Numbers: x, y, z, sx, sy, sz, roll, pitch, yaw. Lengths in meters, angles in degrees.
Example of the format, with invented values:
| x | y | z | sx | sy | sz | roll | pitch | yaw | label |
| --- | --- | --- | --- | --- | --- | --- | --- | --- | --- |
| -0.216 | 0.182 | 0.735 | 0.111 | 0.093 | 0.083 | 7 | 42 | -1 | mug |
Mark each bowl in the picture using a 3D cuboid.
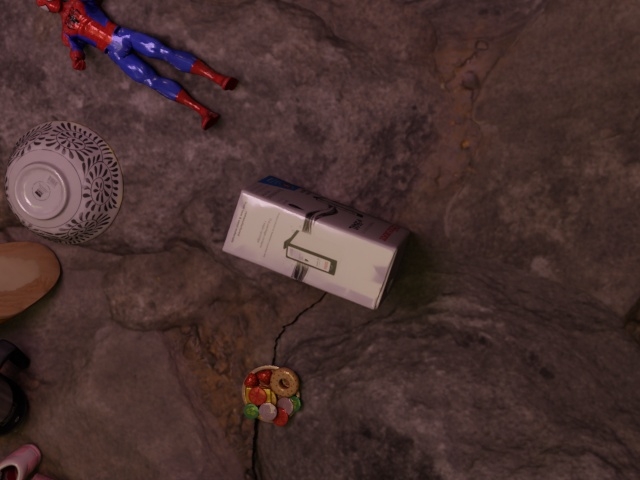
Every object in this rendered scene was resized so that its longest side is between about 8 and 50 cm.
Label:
| x | y | z | sx | sy | sz | roll | pitch | yaw | label |
| --- | --- | --- | --- | --- | --- | --- | --- | --- | --- |
| -0.355 | -0.070 | 1.604 | 0.170 | 0.080 | 0.170 | 3 | 103 | 12 | bowl |

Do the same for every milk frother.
| x | y | z | sx | sy | sz | roll | pitch | yaw | label |
| --- | --- | --- | --- | --- | --- | --- | --- | --- | --- |
| -0.483 | 0.190 | 1.656 | 0.143 | 0.135 | 0.129 | 11 | 73 | 7 | milk frother |

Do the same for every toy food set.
| x | y | z | sx | sy | sz | roll | pitch | yaw | label |
| --- | --- | --- | --- | --- | --- | --- | --- | --- | --- |
| -0.066 | 0.209 | 1.628 | 0.083 | 0.020 | 0.083 | 2 | 102 | 12 | toy food set |

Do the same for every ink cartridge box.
| x | y | z | sx | sy | sz | roll | pitch | yaw | label |
| --- | --- | --- | --- | --- | --- | --- | --- | --- | --- |
| 0.000 | 0.000 | 1.505 | 0.203 | 0.148 | 0.086 | 21 | 103 | 7 | ink cartridge box |

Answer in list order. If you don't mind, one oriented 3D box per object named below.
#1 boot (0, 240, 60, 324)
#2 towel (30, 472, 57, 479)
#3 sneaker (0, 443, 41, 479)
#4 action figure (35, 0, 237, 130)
| x | y | z | sx | sy | sz | roll | pitch | yaw | label |
| --- | --- | --- | --- | --- | --- | --- | --- | --- | --- |
| -0.514 | 0.102 | 1.651 | 0.211 | 0.295 | 0.104 | -30 | 88 | 56 | boot |
| -0.282 | 0.487 | 1.726 | 0.329 | 0.037 | 0.237 | 16 | 102 | 7 | towel |
| -0.456 | 0.347 | 1.716 | 0.051 | 0.070 | 0.134 | 44 | 108 | -1 | sneaker |
| -0.254 | -0.241 | 1.523 | 0.280 | 0.139 | 0.091 | 31 | 105 | 7 | action figure |
